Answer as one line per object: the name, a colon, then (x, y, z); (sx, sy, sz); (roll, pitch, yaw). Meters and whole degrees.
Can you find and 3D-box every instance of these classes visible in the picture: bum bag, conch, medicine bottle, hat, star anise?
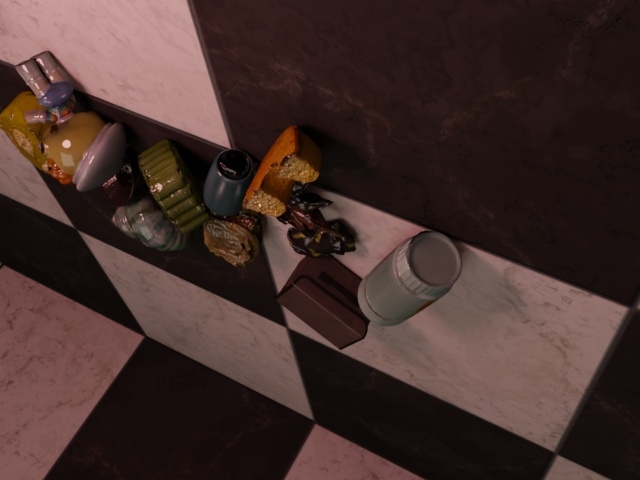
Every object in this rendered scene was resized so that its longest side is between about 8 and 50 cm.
bum bag: (0.000, 0.000, 2.019); (0.232, 0.060, 0.107); (-7, 125, 50)
conch: (-0.525, -0.063, 2.392); (0.277, 0.195, 0.220); (0, 177, 8)
medicine bottle: (0.211, 0.095, 1.841); (0.158, 0.158, 0.318); (34, 155, -2)
hat: (-0.582, -0.201, 2.302); (0.193, 0.082, 0.193); (12, 107, 43)
star anise: (-0.080, -0.091, 1.882); (0.272, 0.102, 0.272); (32, 149, 22)

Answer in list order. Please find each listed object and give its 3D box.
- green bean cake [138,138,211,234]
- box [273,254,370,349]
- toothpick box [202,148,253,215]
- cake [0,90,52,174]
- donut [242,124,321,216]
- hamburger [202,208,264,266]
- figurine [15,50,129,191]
green bean cake: (-0.386, -0.144, 2.045); (0.200, 0.113, 0.214); (62, 178, -40)
box: (0.025, 0.164, 2.177); (0.252, 0.153, 0.188); (36, 153, -7)
toothpick box: (-0.231, -0.152, 1.948); (0.120, 0.120, 0.184); (32, 151, 1)
cake: (-0.835, -0.320, 2.293); (0.179, 0.156, 0.260); (7, 143, 31)
donut: (-0.075, -0.170, 1.719); (0.101, 0.152, 0.259); (24, 147, -17)
hamburger: (-0.247, -0.037, 2.185); (0.183, 0.130, 0.206); (20, 137, 8)
figurine: (-0.675, -0.307, 2.048); (0.205, 0.224, 0.382); (1, 140, 42)
